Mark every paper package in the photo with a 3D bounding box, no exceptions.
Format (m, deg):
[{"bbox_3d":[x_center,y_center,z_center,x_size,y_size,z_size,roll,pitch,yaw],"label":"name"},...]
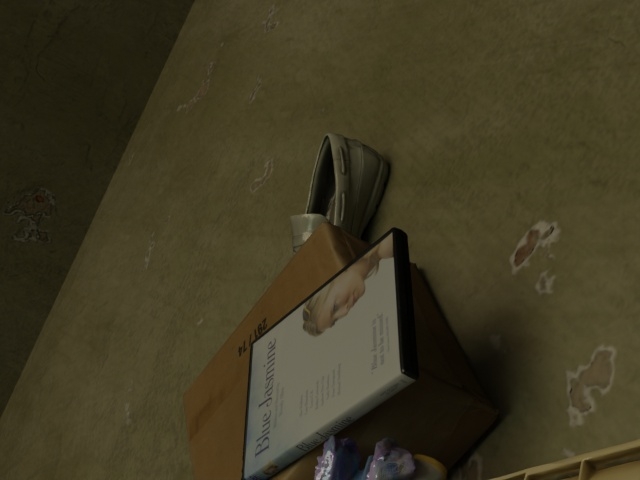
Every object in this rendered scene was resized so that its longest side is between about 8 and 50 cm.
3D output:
[{"bbox_3d":[0.004,0.190,1.117,0.325,0.168,0.309,-53,28,19],"label":"paper package"}]

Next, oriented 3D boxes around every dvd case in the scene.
[{"bbox_3d":[0.003,0.119,0.977,0.253,0.022,0.180,-41,34,35],"label":"dvd case"}]

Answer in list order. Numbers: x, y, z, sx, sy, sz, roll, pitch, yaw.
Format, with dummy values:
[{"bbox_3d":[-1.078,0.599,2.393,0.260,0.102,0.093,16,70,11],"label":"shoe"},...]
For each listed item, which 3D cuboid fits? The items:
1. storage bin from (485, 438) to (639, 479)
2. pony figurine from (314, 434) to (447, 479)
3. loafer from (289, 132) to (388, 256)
[{"bbox_3d":[0.225,0.293,0.697,0.262,0.123,0.260,-32,40,45],"label":"storage bin"},{"bbox_3d":[-0.019,0.339,0.804,0.363,0.302,0.351,-54,-16,-38],"label":"pony figurine"},{"bbox_3d":[0.000,0.000,1.351,0.112,0.111,0.319,-17,51,54],"label":"loafer"}]
